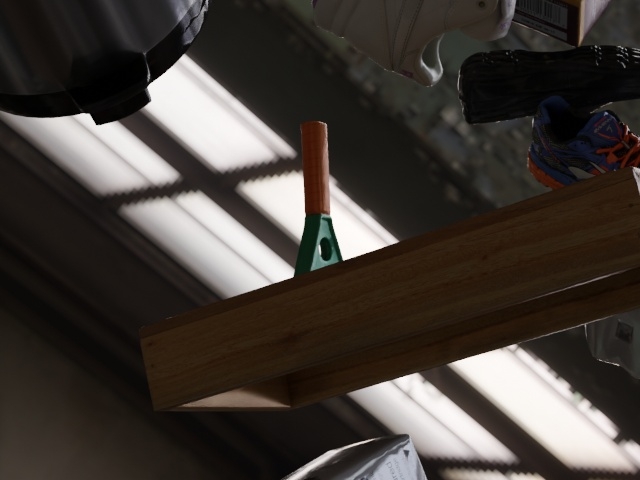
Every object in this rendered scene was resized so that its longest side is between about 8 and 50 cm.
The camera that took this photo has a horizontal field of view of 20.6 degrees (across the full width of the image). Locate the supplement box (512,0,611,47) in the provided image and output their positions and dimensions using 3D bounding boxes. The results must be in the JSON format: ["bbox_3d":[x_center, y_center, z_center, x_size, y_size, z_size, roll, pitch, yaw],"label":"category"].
[{"bbox_3d":[0.289,-0.319,1.964,0.104,0.081,0.188,26,-118,22],"label":"supplement box"}]

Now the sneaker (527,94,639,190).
[{"bbox_3d":[0.282,-0.078,1.705,0.083,0.087,0.221,-38,-139,-28],"label":"sneaker"}]

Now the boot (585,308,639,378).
[{"bbox_3d":[0.352,0.094,1.752,0.258,0.123,0.095,-118,-142,-75],"label":"boot"}]

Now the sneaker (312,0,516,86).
[{"bbox_3d":[0.124,-0.255,1.402,0.305,0.152,0.114,-53,176,36],"label":"sneaker"}]

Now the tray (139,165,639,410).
[{"bbox_3d":[0.088,0.046,1.338,0.411,0.203,0.076,-20,-104,26],"label":"tray"}]

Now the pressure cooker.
[{"bbox_3d":[-0.323,-0.354,2.048,0.375,0.420,0.370,11,-121,23],"label":"pressure cooker"}]

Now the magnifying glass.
[{"bbox_3d":[0.000,0.000,1.702,0.026,0.092,0.231,-9,-99,31],"label":"magnifying glass"}]

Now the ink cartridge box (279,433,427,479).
[{"bbox_3d":[-0.002,0.254,1.260,0.092,0.160,0.219,-20,-178,40],"label":"ink cartridge box"}]

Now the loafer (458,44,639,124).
[{"bbox_3d":[0.253,-0.155,1.802,0.223,0.078,0.076,-2,-156,8],"label":"loafer"}]
